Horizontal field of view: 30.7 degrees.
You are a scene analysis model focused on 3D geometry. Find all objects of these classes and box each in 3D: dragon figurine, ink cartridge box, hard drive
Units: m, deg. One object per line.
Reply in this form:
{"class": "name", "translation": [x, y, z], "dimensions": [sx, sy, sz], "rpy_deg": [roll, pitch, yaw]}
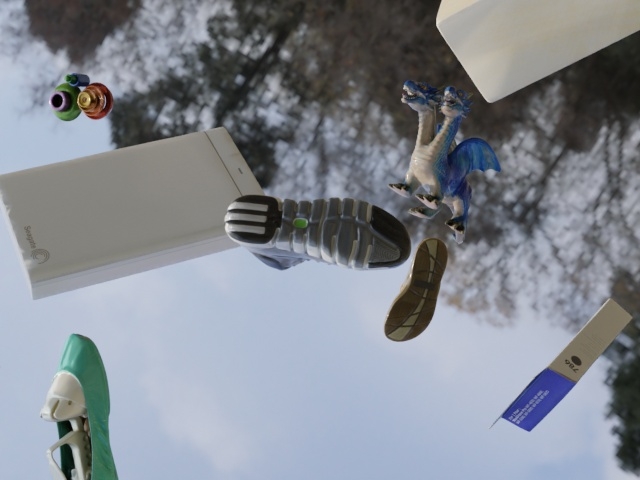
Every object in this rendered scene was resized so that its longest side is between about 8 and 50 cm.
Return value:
{"class": "dragon figurine", "translation": [0.171, -0.093, 1.489], "dimensions": [0.085, 0.144, 0.289], "rpy_deg": [24, 169, 37]}
{"class": "ink cartridge box", "translation": [0.442, 0.239, 2.124], "dimensions": [0.065, 0.165, 0.333], "rpy_deg": [44, -137, 13]}
{"class": "hard drive", "translation": [-0.265, -0.048, 1.668], "dimensions": [0.353, 0.047, 0.233], "rpy_deg": [-15, -134, -18]}

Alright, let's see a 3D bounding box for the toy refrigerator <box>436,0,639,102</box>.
{"class": "toy refrigerator", "translation": [0.232, -0.216, 0.909], "dimensions": [0.094, 0.270, 0.102], "rpy_deg": [52, -149, -23]}

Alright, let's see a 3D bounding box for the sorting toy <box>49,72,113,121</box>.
{"class": "sorting toy", "translation": [-0.318, -0.186, 1.511], "dimensions": [0.102, 0.061, 0.042], "rpy_deg": [1, -178, 25]}

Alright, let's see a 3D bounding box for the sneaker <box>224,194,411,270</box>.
{"class": "sneaker", "translation": [0.000, 0.000, 1.451], "dimensions": [0.229, 0.086, 0.132], "rpy_deg": [12, 163, 6]}

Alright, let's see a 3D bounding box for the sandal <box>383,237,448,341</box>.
{"class": "sandal", "translation": [0.155, 0.080, 1.879], "dimensions": [0.072, 0.180, 0.049], "rpy_deg": [19, -175, -10]}

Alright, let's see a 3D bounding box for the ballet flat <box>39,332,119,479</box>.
{"class": "ballet flat", "translation": [-0.315, 0.245, 1.507], "dimensions": [0.083, 0.247, 0.087], "rpy_deg": [-10, 178, 37]}
